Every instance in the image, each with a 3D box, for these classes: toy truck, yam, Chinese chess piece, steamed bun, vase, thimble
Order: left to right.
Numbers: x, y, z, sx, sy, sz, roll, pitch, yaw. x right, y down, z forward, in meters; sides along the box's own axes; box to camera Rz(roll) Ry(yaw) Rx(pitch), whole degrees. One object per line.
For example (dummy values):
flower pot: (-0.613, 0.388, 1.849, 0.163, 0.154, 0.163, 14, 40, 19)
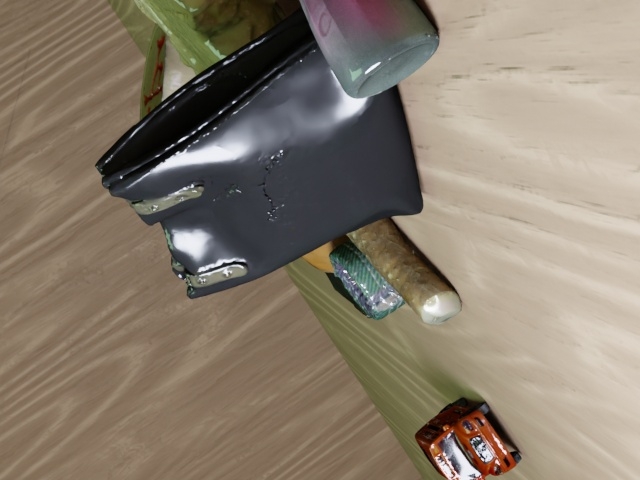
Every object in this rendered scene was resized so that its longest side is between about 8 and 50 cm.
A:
Chinese chess piece: (-0.216, -0.239, 1.784, 0.250, 0.103, 0.250, -175, 90, -73)
steamed bun: (-0.127, -0.284, 1.261, 0.292, 0.137, 0.295, 46, 173, 34)
vase: (0.005, -0.223, 0.907, 0.214, 0.086, 0.086, 59, 174, 9)
thimble: (0.078, 0.044, 1.600, 0.118, 0.090, 0.135, 56, 173, -8)
yam: (0.081, 0.001, 1.510, 0.300, 0.066, 0.066, 49, 171, 34)
toy truck: (0.229, 0.329, 1.818, 0.107, 0.114, 0.253, 56, 174, 2)

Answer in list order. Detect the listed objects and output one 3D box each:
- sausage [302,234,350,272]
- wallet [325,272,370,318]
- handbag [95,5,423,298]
sausage: (-0.022, -0.058, 1.688, 0.136, 0.120, 0.241, 20, 146, 54)
wallet: (0.001, 0.000, 2.132, 0.317, 0.044, 0.169, 58, 169, -30)
handbag: (-0.056, -0.073, 1.149, 0.152, 0.288, 0.342, 57, 174, 31)
